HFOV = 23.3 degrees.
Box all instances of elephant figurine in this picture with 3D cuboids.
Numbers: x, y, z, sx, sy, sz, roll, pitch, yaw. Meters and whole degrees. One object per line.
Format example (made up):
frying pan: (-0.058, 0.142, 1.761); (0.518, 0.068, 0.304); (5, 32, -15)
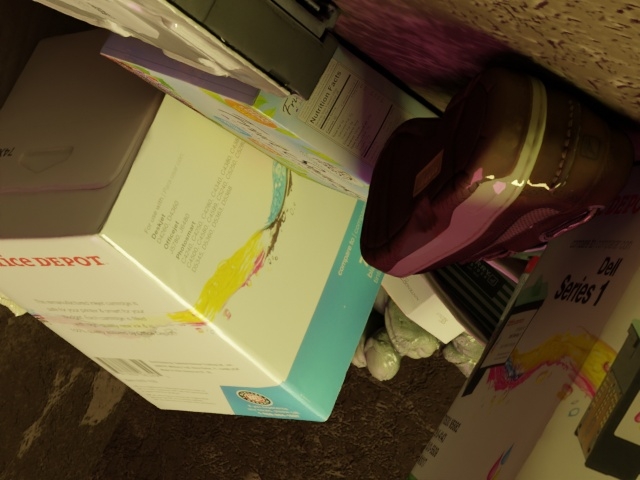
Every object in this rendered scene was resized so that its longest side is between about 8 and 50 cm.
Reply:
elephant figurine: (0.152, 0.079, 1.793); (0.239, 0.186, 0.169); (1, -132, -29)

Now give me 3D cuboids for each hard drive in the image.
hard drive: (-0.174, -0.190, 0.868); (0.339, 0.064, 0.237); (25, 176, 36)

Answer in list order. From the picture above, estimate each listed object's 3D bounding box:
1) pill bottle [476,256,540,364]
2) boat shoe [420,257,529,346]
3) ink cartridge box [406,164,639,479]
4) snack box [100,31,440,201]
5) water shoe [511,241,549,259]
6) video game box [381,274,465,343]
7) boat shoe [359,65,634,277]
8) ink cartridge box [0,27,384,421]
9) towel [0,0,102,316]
pill bottle: (0.184, 0.165, 1.194); (0.176, 0.318, 0.176); (27, 177, 1)
boat shoe: (0.185, 0.086, 1.340); (0.302, 0.109, 0.094); (41, -160, 22)
ink cartridge box: (0.149, 0.101, 0.831); (0.117, 0.278, 0.201); (31, 177, -5)
snack box: (-0.014, -0.090, 1.028); (0.207, 0.070, 0.174); (29, 176, -44)
water shoe: (0.124, -0.011, 1.109); (0.080, 0.073, 0.203); (26, 178, -14)
video game box: (0.068, 0.007, 1.536); (0.187, 0.048, 0.205); (51, -175, 19)
boat shoe: (0.093, -0.022, 0.857); (0.095, 0.095, 0.257); (14, 172, -11)
ink cartridge box: (-0.110, -0.011, 1.201); (0.198, 0.197, 0.270); (-1, 147, 42)
towel: (-0.252, -0.093, 1.243); (0.049, 0.282, 0.187); (-2, 158, 37)
